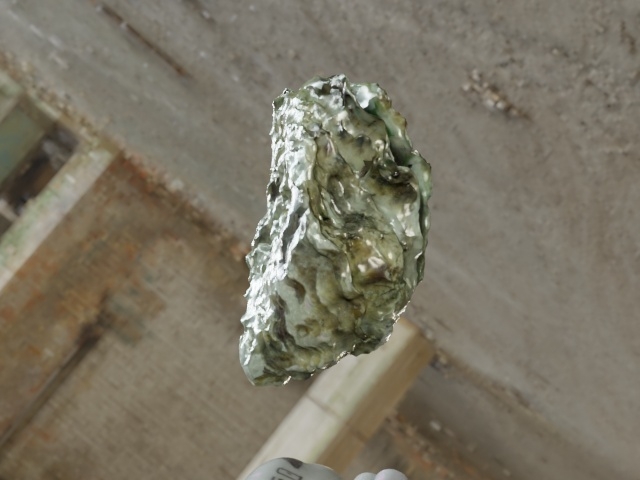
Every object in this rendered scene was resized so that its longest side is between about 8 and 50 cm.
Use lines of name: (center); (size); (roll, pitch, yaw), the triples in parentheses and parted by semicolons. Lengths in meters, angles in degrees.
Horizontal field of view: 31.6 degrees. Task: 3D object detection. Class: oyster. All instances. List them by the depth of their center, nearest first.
oyster: (0.000, 0.000, 0.932); (0.112, 0.267, 0.198); (-4, -175, -38)

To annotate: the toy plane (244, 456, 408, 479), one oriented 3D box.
toy plane: (-0.041, 0.270, 0.977); (0.122, 0.267, 0.267); (60, 169, -3)
